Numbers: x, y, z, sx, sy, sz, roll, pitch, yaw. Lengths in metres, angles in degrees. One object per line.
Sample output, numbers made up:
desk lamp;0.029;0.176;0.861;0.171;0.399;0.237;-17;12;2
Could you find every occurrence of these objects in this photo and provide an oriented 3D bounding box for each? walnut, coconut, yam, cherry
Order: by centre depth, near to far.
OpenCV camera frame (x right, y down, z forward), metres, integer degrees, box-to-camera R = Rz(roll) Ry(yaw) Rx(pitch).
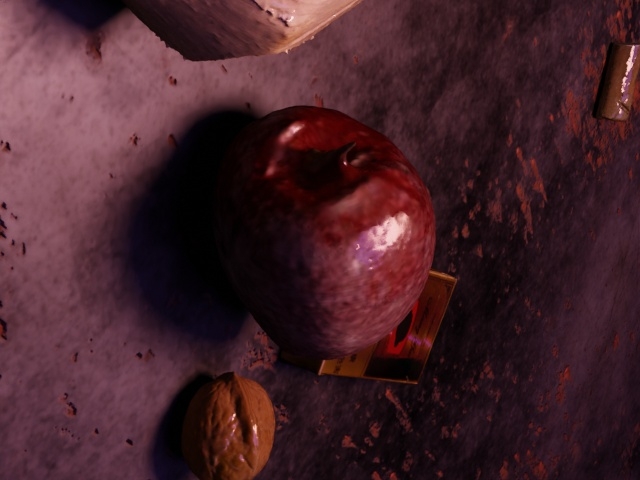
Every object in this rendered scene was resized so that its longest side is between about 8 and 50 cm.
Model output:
coconut;-0.065;-0.251;0.781;0.247;0.245;0.245;-42;138;-31
cherry;0.000;0.000;1.012;0.203;0.230;0.300;-27;144;-29
walnut;-0.095;0.198;1.098;0.105;0.105;0.124;-14;110;-50
yam;0.479;-0.253;1.679;0.054;0.054;0.132;-12;117;-51

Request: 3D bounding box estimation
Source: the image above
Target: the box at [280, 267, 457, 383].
box;0.064;0.093;1.285;0.240;0.071;0.159;17;91;-55
